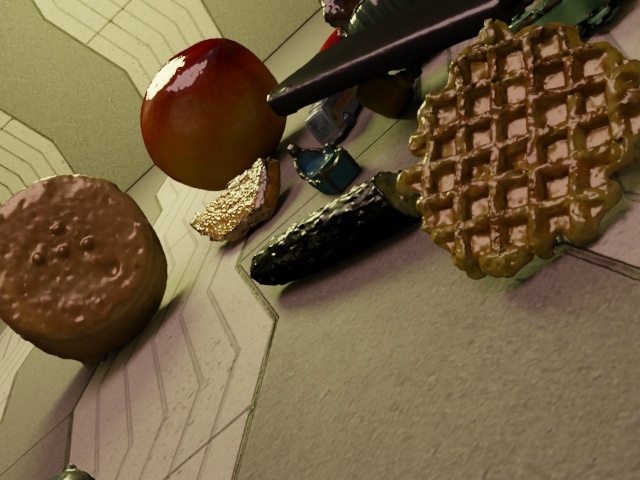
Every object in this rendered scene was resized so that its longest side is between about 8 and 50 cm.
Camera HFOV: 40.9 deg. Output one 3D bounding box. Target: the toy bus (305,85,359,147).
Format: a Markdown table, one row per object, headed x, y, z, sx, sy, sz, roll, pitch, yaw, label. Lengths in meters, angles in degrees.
| x | y | z | sx | sy | sz | roll | pitch | yaw | label |
| --- | --- | --- | --- | --- | --- | --- | --- | --- | --- |
| 0.034 | -0.254 | 1.597 | 0.064 | 0.075 | 0.190 | -29 | 22 | 39 | toy bus |

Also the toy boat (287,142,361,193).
| x | y | z | sx | sy | sz | roll | pitch | yaw | label |
| --- | --- | --- | --- | --- | --- | --- | --- | --- | --- |
| -0.002 | -0.125 | 1.372 | 0.075 | 0.077 | 0.185 | -47 | 17 | -4 | toy boat |

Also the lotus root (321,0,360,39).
| x | y | z | sx | sy | sz | roll | pitch | yaw | label |
| --- | --- | --- | --- | --- | --- | --- | --- | --- | --- |
| 0.112 | -0.536 | 1.840 | 0.142 | 0.210 | 0.314 | -19 | 45 | 27 | lotus root |

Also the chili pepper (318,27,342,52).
| x | y | z | sx | sy | sz | roll | pitch | yaw | label |
| --- | --- | --- | --- | --- | --- | --- | --- | --- | --- |
| 0.066 | -0.423 | 1.933 | 0.137 | 0.092 | 0.368 | 5 | 49 | 32 | chili pepper |

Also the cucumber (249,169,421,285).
| x | y | z | sx | sy | sz | roll | pitch | yaw | label |
| --- | --- | --- | --- | --- | --- | --- | --- | --- | --- |
| 0.000 | 0.000 | 1.087 | 0.303 | 0.072 | 0.081 | -30 | 12 | 41 | cucumber |

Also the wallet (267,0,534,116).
| x | y | z | sx | sy | sz | roll | pitch | yaw | label |
| --- | --- | --- | --- | --- | --- | --- | --- | --- | --- |
| 0.124 | -0.303 | 1.299 | 0.406 | 0.062 | 0.228 | -17 | 23 | 35 | wallet |

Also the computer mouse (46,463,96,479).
| x | y | z | sx | sy | sz | roll | pitch | yaw | label |
| --- | --- | --- | --- | --- | --- | --- | --- | --- | --- |
| -0.353 | 0.401 | 0.892 | 0.203 | 0.114 | 0.374 | -30 | 15 | 46 | computer mouse |

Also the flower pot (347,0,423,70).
| x | y | z | sx | sy | sz | roll | pitch | yaw | label |
| --- | --- | --- | --- | --- | --- | --- | --- | --- | --- |
| 0.159 | -0.411 | 1.540 | 0.243 | 0.157 | 0.189 | -36 | 20 | 22 | flower pot |

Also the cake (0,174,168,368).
| x | y | z | sx | sy | sz | roll | pitch | yaw | label |
| --- | --- | --- | --- | --- | --- | --- | --- | --- | --- |
| -0.443 | 0.074 | 1.626 | 0.332 | 0.332 | 0.321 | -49 | -13 | -16 | cake |

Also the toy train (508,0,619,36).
| x | y | z | sx | sy | sz | roll | pitch | yaw | label |
| --- | --- | --- | --- | --- | --- | --- | --- | --- | --- |
| 0.310 | -0.288 | 1.068 | 0.176 | 0.074 | 0.118 | -33 | 10 | 46 | toy train |

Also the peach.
| x | y | z | sx | sy | sz | roll | pitch | yaw | label |
| --- | --- | --- | --- | --- | --- | --- | --- | --- | --- |
| -0.226 | -0.273 | 1.839 | 0.308 | 0.307 | 0.332 | -70 | 0 | -54 | peach |

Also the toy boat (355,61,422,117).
| x | y | z | sx | sy | sz | roll | pitch | yaw | label |
| --- | --- | --- | --- | --- | --- | --- | --- | --- | --- |
| 0.107 | -0.256 | 1.408 | 0.088 | 0.089 | 0.229 | -58 | 15 | 4 | toy boat |

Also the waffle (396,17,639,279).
| x | y | z | sx | sy | sz | roll | pitch | yaw | label |
| --- | --- | --- | --- | --- | --- | --- | --- | --- | --- |
| 0.178 | -0.087 | 0.774 | 0.238 | 0.058 | 0.243 | -49 | 45 | 7 | waffle |

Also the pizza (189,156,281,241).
| x | y | z | sx | sy | sz | roll | pitch | yaw | label |
| --- | --- | --- | --- | --- | --- | --- | --- | --- | --- |
| -0.148 | -0.052 | 1.568 | 0.226 | 0.069 | 0.147 | -41 | 39 | 22 | pizza |
